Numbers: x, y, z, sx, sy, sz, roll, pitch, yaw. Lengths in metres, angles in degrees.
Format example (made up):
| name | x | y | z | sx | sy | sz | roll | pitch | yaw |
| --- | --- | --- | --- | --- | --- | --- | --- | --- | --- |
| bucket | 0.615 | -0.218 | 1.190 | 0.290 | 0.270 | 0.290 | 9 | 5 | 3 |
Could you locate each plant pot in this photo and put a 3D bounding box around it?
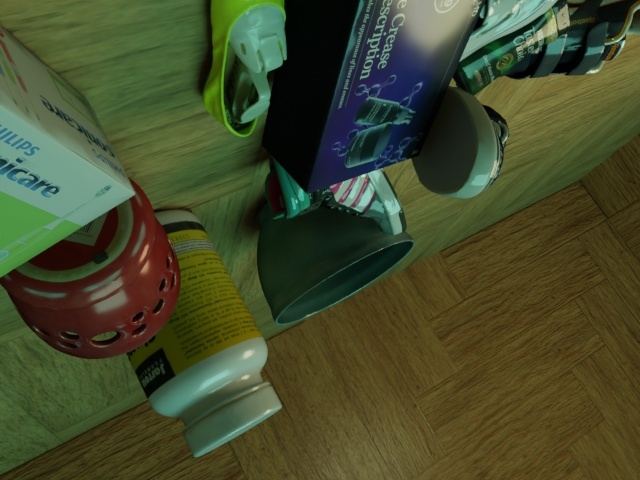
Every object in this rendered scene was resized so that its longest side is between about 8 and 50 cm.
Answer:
| name | x | y | z | sx | sy | sz | roll | pitch | yaw |
| --- | --- | --- | --- | --- | --- | --- | --- | --- | --- |
| plant pot | -0.265 | 0.023 | 0.680 | 0.191 | 0.191 | 0.174 | -27 | 161 | -15 |
| plant pot | 0.000 | 0.000 | 1.116 | 0.293 | 0.196 | 0.293 | -28 | 165 | -8 |

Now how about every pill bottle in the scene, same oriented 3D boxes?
| name | x | y | z | sx | sy | sz | roll | pitch | yaw |
| --- | --- | --- | --- | --- | --- | --- | --- | --- | --- |
| pill bottle | -0.198 | 0.136 | 0.898 | 0.188 | 0.334 | 0.188 | -29 | 165 | -8 |

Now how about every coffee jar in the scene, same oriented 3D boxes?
| name | x | y | z | sx | sy | sz | roll | pitch | yaw |
| --- | --- | --- | --- | --- | --- | --- | --- | --- | --- |
| coffee jar | 0.268 | -0.297 | 0.866 | 0.184 | 0.079 | 0.096 | -34 | 143 | 10 |

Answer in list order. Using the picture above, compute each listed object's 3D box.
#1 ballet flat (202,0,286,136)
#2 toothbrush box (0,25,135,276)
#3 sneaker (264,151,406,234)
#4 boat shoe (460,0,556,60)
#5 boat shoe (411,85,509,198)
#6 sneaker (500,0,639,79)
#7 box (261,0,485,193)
| name | x | y | z | sx | sy | sz | roll | pitch | yaw |
| --- | --- | --- | --- | --- | --- | --- | --- | --- | --- |
| ballet flat | -0.069 | -0.184 | 0.595 | 0.077 | 0.077 | 0.231 | -23 | 164 | -26 |
| toothbrush box | -0.330 | -0.038 | 0.474 | 0.283 | 0.122 | 0.206 | -30 | 165 | 1 |
| sneaker | 0.010 | -0.076 | 0.903 | 0.178 | 0.124 | 0.295 | -28 | 134 | 8 |
| boat shoe | 0.205 | -0.294 | 0.742 | 0.258 | 0.095 | 0.084 | -38 | 168 | 23 |
| boat shoe | 0.202 | -0.140 | 0.807 | 0.158 | 0.340 | 0.127 | 11 | 115 | -15 |
| sneaker | 0.399 | -0.327 | 0.963 | 0.321 | 0.127 | 0.126 | -28 | 167 | -3 |
| box | 0.055 | -0.195 | 0.641 | 0.184 | 0.103 | 0.261 | -25 | 149 | -32 |
